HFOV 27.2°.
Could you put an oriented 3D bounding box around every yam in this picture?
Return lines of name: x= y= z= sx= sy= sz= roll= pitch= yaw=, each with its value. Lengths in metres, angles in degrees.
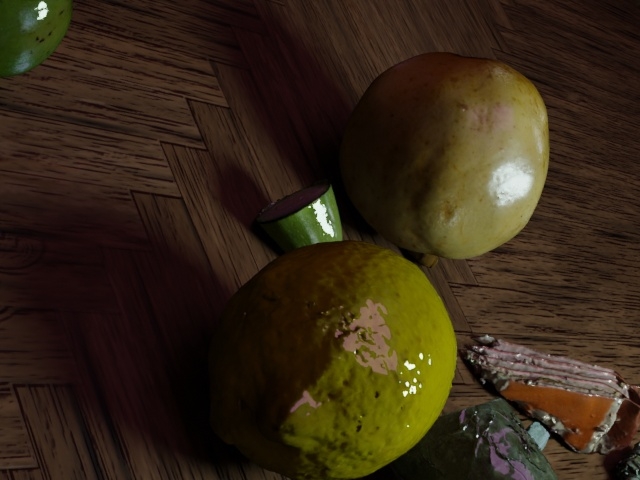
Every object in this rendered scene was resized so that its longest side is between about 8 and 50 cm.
yam: x=0.190 y=0.282 z=1.466 sx=0.154 sy=0.154 sz=0.254 roll=-2 pitch=52 yaw=-54

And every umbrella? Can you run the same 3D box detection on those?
umbrella: x=0.472 y=0.338 z=1.955 sx=0.143 sy=0.062 sz=0.067 roll=-36 pitch=118 yaw=-61

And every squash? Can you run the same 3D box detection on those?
squash: x=-0.004 y=0.004 z=1.647 sx=0.132 sy=0.105 sz=0.105 roll=61 pitch=27 yaw=-15

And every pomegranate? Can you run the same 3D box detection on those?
pomegranate: x=0.175 y=-0.121 z=1.810 sx=0.307 sy=0.307 sz=0.307 roll=34 pitch=34 yaw=-27
pomegranate: x=-0.356 y=-0.238 z=1.362 sx=0.179 sy=0.210 sz=0.179 roll=40 pitch=-3 yaw=2

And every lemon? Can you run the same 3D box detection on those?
lemon: x=0.011 y=0.125 z=1.364 sx=0.245 sy=0.245 sz=0.320 roll=52 pitch=28 yaw=1

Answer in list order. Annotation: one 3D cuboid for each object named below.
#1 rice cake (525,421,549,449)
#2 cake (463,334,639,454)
rice cake: x=0.230 y=0.282 z=1.619 sx=0.033 sy=0.033 sz=0.207 roll=37 pitch=34 yaw=14
cake: x=0.322 y=0.218 z=1.860 sx=0.287 sy=0.135 sz=0.098 roll=23 pitch=41 yaw=-8
